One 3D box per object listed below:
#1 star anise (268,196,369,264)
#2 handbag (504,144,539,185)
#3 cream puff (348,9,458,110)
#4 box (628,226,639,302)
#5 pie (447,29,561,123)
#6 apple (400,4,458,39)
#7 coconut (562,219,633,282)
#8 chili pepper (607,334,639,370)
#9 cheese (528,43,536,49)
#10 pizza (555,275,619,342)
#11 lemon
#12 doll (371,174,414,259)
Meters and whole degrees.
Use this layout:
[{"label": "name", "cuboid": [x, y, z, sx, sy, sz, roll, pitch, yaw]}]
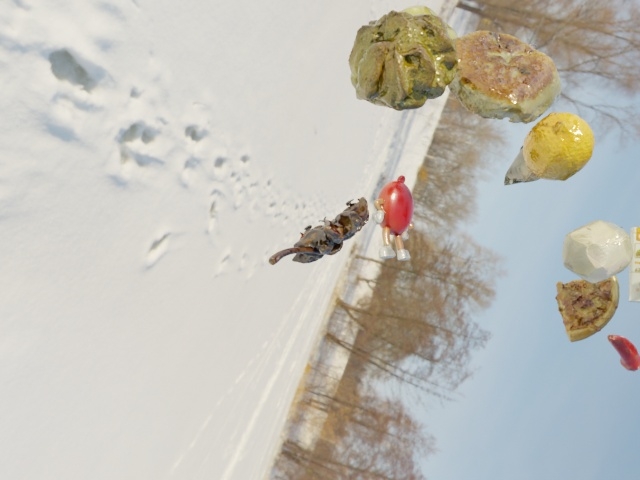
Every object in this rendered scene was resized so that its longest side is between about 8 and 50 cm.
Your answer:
[{"label": "star anise", "cuboid": [-0.003, -0.001, 0.887, 0.234, 0.073, 0.177, -26, 174, -18]}, {"label": "handbag", "cuboid": [0.779, -0.304, 1.752, 0.270, 0.117, 0.182, -50, -177, -2]}, {"label": "cream puff", "cuboid": [0.174, -0.392, 1.059, 0.244, 0.244, 0.196, -60, 159, -63]}, {"label": "box", "cuboid": [0.955, 0.073, 1.389, 0.032, 0.122, 0.220, 45, 54, -69]}, {"label": "pie", "cuboid": [0.446, -0.415, 1.196, 0.092, 0.315, 0.315, 106, 6, -55]}, {"label": "apple", "cuboid": [0.321, -0.615, 1.540, 0.194, 0.261, 0.261, -47, -172, 33]}, {"label": "coconut", "cuboid": [0.745, 0.031, 1.323, 0.162, 0.161, 0.161, -25, 171, -3]}, {"label": "chili pepper", "cuboid": [1.023, 0.377, 1.620, 0.063, 0.272, 0.071, 9, -120, 53]}, {"label": "cheese", "cuboid": [0.749, -0.602, 1.739, 0.037, 0.097, 0.192, -124, -153, -61]}, {"label": "pizza", "cuboid": [1.017, 0.235, 1.878, 0.335, 0.226, 0.086, -50, 154, -11]}, {"label": "lemon", "cuboid": [0.524, -0.203, 1.079, 0.187, 0.142, 0.142, 50, 60, -70]}, {"label": "doll", "cuboid": [0.181, -0.059, 1.214, 0.183, 0.085, 0.217, 8, 82, -54]}]
